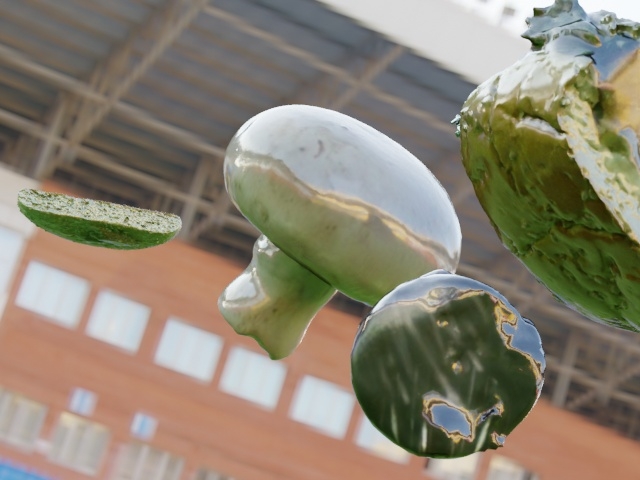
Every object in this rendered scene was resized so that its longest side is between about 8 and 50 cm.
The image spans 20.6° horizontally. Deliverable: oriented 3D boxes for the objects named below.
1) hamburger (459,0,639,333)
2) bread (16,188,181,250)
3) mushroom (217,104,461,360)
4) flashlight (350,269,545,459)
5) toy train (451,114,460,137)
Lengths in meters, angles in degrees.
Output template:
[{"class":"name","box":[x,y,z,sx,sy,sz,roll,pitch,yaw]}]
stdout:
[{"class":"hamburger","box":[0.210,-0.033,1.284,0.309,0.132,0.211,50,-20,-22]},{"class":"bread","box":[-0.265,-0.014,2.088,0.192,0.036,0.112,11,-19,-7]},{"class":"mushroom","box":[0.000,0.000,1.641,0.243,0.244,0.243,16,-17,5]},{"class":"flashlight","box":[0.073,0.071,1.078,0.103,0.103,0.424,16,-1,3]},{"class":"toy train","box":[0.204,-0.101,2.013,0.105,0.071,0.178,61,8,-14]}]
